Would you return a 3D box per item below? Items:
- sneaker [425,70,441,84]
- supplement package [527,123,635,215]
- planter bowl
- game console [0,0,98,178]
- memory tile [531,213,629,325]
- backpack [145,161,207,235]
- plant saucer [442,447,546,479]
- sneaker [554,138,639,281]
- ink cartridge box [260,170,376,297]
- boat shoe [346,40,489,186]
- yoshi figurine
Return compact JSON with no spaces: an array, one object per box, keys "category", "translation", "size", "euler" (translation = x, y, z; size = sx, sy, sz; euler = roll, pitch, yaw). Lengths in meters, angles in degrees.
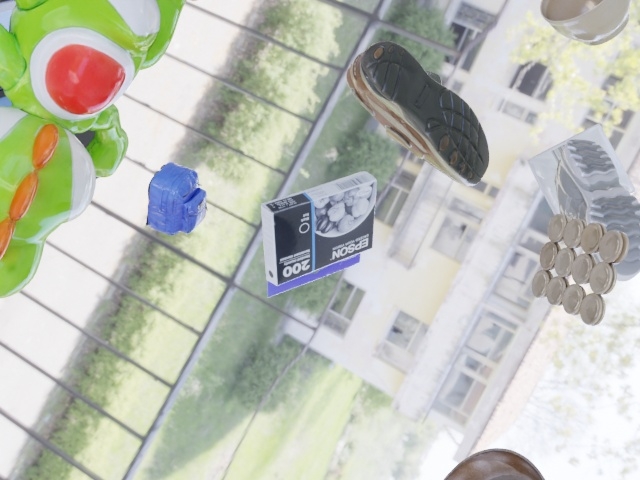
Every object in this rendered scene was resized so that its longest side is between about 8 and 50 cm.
[{"category":"sneaker","translation":[0.248,-0.402,1.729],"size":[0.228,0.130,0.087],"euler":[-9,92,-35]},{"category":"supplement package","translation":[0.628,-0.148,1.640],"size":[0.178,0.175,0.293],"euler":[-28,171,19]},{"category":"planter bowl","translation":[0.517,-0.441,1.285],"size":[0.109,0.162,0.162],"euler":[39,75,-33]},{"category":"game console","translation":[-0.350,-0.152,0.801],"size":[0.293,0.173,0.250],"euler":[-38,122,-44]},{"category":"memory tile","translation":[0.302,0.030,0.799],"size":[0.148,0.012,0.113],"euler":[-134,-124,-74]},{"category":"backpack","translation":[-0.265,-0.082,1.268],"size":[0.098,0.101,0.120],"euler":[-65,168,-48]},{"category":"plant saucer","translation":[0.253,0.472,1.020],"size":[0.310,0.050,0.310],"euler":[-50,-157,30]},{"category":"sneaker","translation":[0.465,-0.039,1.134],"size":[0.115,0.105,0.281],"euler":[99,-7,-50]},{"category":"ink cartridge box","translation":[0.000,0.000,1.185],"size":[0.206,0.045,0.208],"euler":[-20,132,-25]},{"category":"boat shoe","translation":[0.176,-0.225,1.230],"size":[0.122,0.324,0.120],"euler":[-55,-157,-20]},{"category":"yoshi figurine","translation":[-0.243,-0.134,0.593],"size":[0.203,0.204,0.362],"euler":[66,48,-86]}]
